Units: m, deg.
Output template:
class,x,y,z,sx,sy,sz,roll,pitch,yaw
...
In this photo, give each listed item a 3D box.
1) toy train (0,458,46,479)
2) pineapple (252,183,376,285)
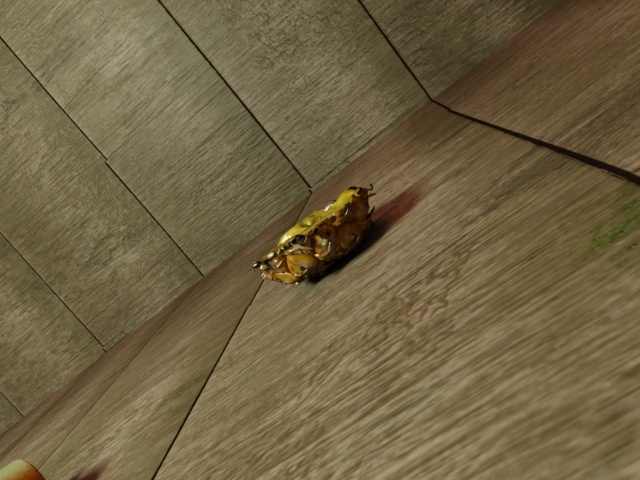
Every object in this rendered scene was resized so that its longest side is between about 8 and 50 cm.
class,x,y,z,sx,sy,sz,roll,pitch,yaw
toy train,-0.446,0.356,0.673,0.177,0.116,0.285,-24,3,41
pineapple,0.000,0.000,0.850,0.225,0.076,0.225,-36,8,6
